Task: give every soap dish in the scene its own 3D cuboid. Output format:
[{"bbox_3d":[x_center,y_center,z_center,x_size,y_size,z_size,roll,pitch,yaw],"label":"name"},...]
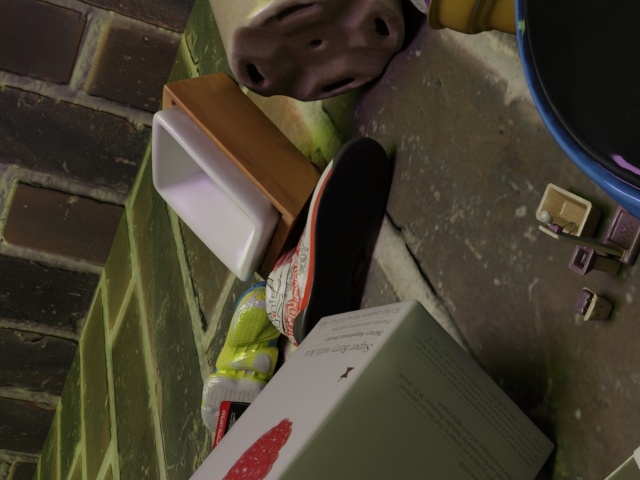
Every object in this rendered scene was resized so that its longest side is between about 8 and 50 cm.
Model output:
[{"bbox_3d":[-0.117,-0.079,1.225,0.118,0.229,0.291,-42,-6,-20],"label":"soap dish"}]

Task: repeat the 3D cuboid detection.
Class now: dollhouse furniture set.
[{"bbox_3d":[0.181,-0.002,0.724,0.091,0.081,0.114,-71,23,12],"label":"dollhouse furniture set"}]

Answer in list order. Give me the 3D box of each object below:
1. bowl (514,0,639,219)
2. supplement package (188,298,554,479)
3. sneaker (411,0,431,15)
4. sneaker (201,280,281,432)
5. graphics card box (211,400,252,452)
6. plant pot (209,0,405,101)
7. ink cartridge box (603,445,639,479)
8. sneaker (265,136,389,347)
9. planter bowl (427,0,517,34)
[{"bbox_3d":[0.270,-0.182,0.512,0.391,0.077,0.391,-17,68,51],"label":"bowl"},{"bbox_3d":[0.008,0.216,0.721,0.293,0.175,0.177,-49,13,-24],"label":"supplement package"},{"bbox_3d":[0.159,-0.318,0.962,0.152,0.114,0.305,-37,14,0],"label":"sneaker"},{"bbox_3d":[-0.104,0.164,1.321,0.126,0.091,0.240,-82,14,-65],"label":"sneaker"},{"bbox_3d":[-0.037,0.308,1.042,0.371,0.094,0.233,161,120,-65],"label":"graphics card box"},{"bbox_3d":[-0.027,-0.363,1.172,0.334,0.333,0.306,-45,49,51],"label":"plant pot"},{"bbox_3d":[0.246,0.114,0.478,0.062,0.104,0.181,-100,32,-45],"label":"ink cartridge box"},{"bbox_3d":[-0.001,0.000,1.137,0.145,0.090,0.270,18,97,65],"label":"sneaker"},{"bbox_3d":[0.195,-0.239,0.763,0.217,0.090,0.217,-46,-10,-11],"label":"planter bowl"}]
